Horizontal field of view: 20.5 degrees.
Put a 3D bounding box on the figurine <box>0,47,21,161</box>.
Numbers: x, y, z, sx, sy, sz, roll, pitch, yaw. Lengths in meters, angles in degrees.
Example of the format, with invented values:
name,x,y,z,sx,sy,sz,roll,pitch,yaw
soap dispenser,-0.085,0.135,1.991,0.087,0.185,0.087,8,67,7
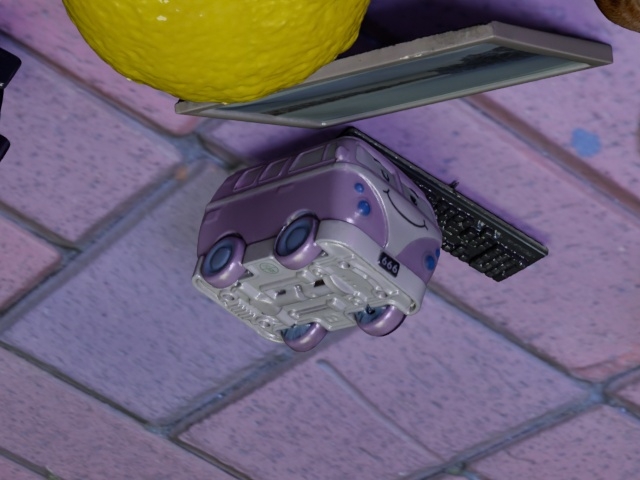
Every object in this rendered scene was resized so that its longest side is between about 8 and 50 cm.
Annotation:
name,x,y,z,sx,sy,sz,roll,pitch,yaw
figurine,-0.401,-0.158,1.557,0.308,0.143,0.308,17,163,6

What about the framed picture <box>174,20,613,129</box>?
name,x,y,z,sx,sy,sz,roll,pitch,yaw
framed picture,0.060,-0.127,1.410,0.289,0.016,0.213,-10,175,32

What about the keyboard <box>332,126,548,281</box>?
name,x,y,z,sx,sy,sz,roll,pitch,yaw
keyboard,0.099,-0.030,1.626,0.230,0.025,0.093,30,145,-18

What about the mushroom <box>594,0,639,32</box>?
name,x,y,z,sx,sy,sz,roll,pitch,yaw
mushroom,0.281,-0.198,1.279,0.170,0.080,0.135,13,157,4

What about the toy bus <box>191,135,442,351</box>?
name,x,y,z,sx,sy,sz,roll,pitch,yaw
toy bus,0.000,0.000,1.562,0.202,0.142,0.142,-15,135,43

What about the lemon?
name,x,y,z,sx,sy,sz,roll,pitch,yaw
lemon,-0.075,-0.226,1.245,0.245,0.245,0.320,10,143,10
